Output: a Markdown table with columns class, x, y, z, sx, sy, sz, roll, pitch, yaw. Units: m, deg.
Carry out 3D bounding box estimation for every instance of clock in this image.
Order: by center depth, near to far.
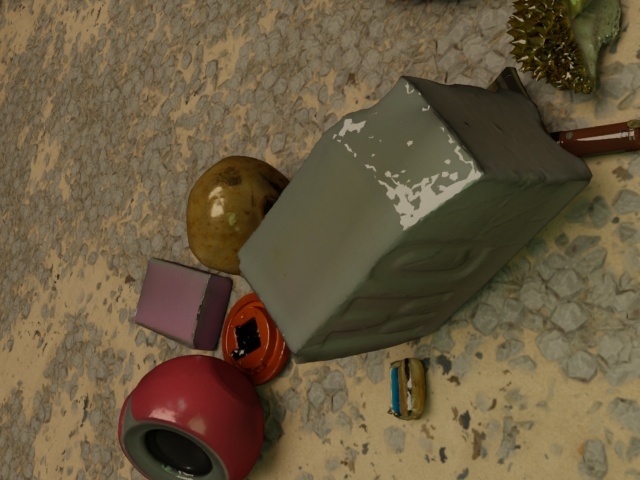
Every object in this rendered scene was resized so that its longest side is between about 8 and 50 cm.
| class | x | y | z | sx | sy | sz | roll | pitch | yaw |
| --- | --- | --- | --- | --- | --- | --- | --- | --- | --- |
| clock | -0.144 | 0.214 | 1.431 | 0.205 | 0.051 | 0.205 | -12 | 71 | 38 |

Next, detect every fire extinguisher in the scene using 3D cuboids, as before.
| class | x | y | z | sx | sy | sz | roll | pitch | yaw |
| --- | --- | --- | --- | --- | --- | --- | --- | --- | --- |
| fire extinguisher | 0.440 | -0.158 | 1.009 | 0.177 | 0.050 | 0.062 | -5 | 69 | 40 |

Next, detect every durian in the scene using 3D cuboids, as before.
| class | x | y | z | sx | sy | sz | roll | pitch | yaw |
| --- | --- | --- | --- | --- | --- | --- | --- | --- | --- |
| durian | 0.396 | -0.364 | 1.054 | 0.172 | 0.167 | 0.306 | 127 | 158 | -70 |

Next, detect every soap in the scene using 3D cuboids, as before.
| class | x | y | z | sx | sy | sz | roll | pitch | yaw |
| --- | --- | --- | --- | --- | --- | --- | --- | --- | --- |
| soap | 0.132 | -0.024 | 1.004 | 0.435 | 0.350 | 0.212 | -53 | 50 | 36 |
| soap | -0.341 | 0.151 | 1.601 | 0.259 | 0.081 | 0.181 | 10 | 85 | 44 |

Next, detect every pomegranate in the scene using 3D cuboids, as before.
| class | x | y | z | sx | sy | sz | roll | pitch | yaw |
| --- | --- | --- | --- | --- | --- | --- | --- | --- | --- |
| pomegranate | -0.170 | -0.050 | 1.392 | 0.261 | 0.260 | 0.260 | -12 | 71 | 39 |

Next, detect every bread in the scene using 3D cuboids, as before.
| class | x | y | z | sx | sy | sz | roll | pitch | yaw |
| --- | --- | --- | --- | --- | --- | --- | --- | --- | --- |
| bread | 0.156 | 0.263 | 1.154 | 0.072 | 0.053 | 0.105 | -35 | 52 | 58 |

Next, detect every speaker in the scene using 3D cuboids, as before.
| class | x | y | z | sx | sy | sz | roll | pitch | yaw |
| --- | --- | --- | --- | --- | --- | --- | --- | --- | --- |
| speaker | -0.264 | 0.383 | 1.342 | 0.294 | 0.294 | 0.294 | -12 | 71 | 39 |

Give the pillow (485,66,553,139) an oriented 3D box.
| class | x | y | z | sx | sy | sz | roll | pitch | yaw |
| --- | --- | --- | --- | --- | --- | --- | --- | --- | --- |
| pillow | 0.295 | -0.152 | 1.116 | 0.212 | 0.052 | 0.208 | -46 | 52 | 42 |
